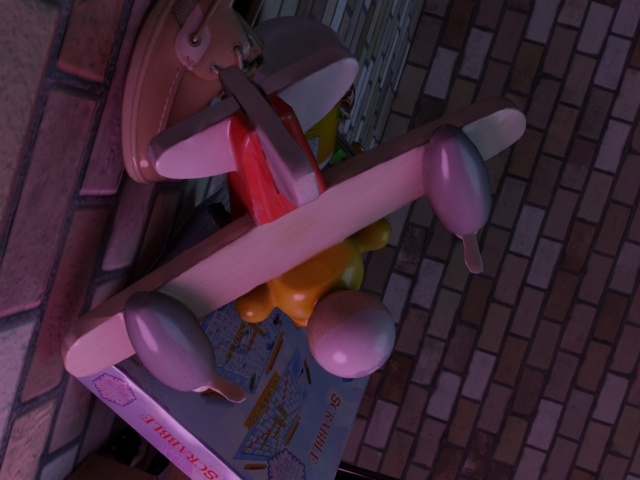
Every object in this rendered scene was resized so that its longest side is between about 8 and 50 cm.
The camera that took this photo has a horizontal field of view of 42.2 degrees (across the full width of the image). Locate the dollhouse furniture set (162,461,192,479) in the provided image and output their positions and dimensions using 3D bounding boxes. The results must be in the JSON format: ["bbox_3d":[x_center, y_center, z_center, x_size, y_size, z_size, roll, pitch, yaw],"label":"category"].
[{"bbox_3d":[-0.123,0.375,1.016,0.101,0.182,0.161,105,4,-53],"label":"dollhouse furniture set"}]

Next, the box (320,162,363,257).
[{"bbox_3d":[0.000,0.000,1.739,0.154,0.142,0.300,-44,159,-31],"label":"box"}]

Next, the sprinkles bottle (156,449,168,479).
[{"bbox_3d":[-0.164,0.287,1.171,0.355,0.121,0.121,118,-3,-53],"label":"sprinkles bottle"}]

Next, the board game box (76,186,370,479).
[{"bbox_3d":[-0.086,0.145,0.999,0.066,0.318,0.319,-31,-160,36],"label":"board game box"}]

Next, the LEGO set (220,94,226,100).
[{"bbox_3d":[-0.132,-0.146,1.019,0.054,0.023,0.083,97,0,-68],"label":"LEGO set"}]

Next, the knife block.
[{"bbox_3d":[-0.248,0.301,0.953,0.276,0.088,0.242,98,11,-60],"label":"knife block"}]

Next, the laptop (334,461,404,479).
[{"bbox_3d":[-0.038,0.413,1.487,0.236,0.408,0.382,-68,172,-51],"label":"laptop"}]

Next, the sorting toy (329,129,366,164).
[{"bbox_3d":[0.038,-0.170,1.587,0.047,0.196,0.347,-37,160,12],"label":"sorting toy"}]

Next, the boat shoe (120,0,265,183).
[{"bbox_3d":[-0.103,-0.191,0.786,0.109,0.098,0.302,50,58,-82],"label":"boat shoe"}]

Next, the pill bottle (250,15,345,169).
[{"bbox_3d":[-0.043,-0.171,1.144,0.246,0.136,0.136,98,12,-54],"label":"pill bottle"}]

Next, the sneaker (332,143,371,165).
[{"bbox_3d":[0.071,-0.108,2.001,0.366,0.137,0.210,-64,-172,-25],"label":"sneaker"}]

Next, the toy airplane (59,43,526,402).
[{"bbox_3d":[-0.011,0.002,0.803,0.386,0.272,0.384,-40,162,35],"label":"toy airplane"}]

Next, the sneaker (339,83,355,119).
[{"bbox_3d":[0.037,-0.302,1.758,0.185,0.069,0.084,-65,164,-82],"label":"sneaker"}]
